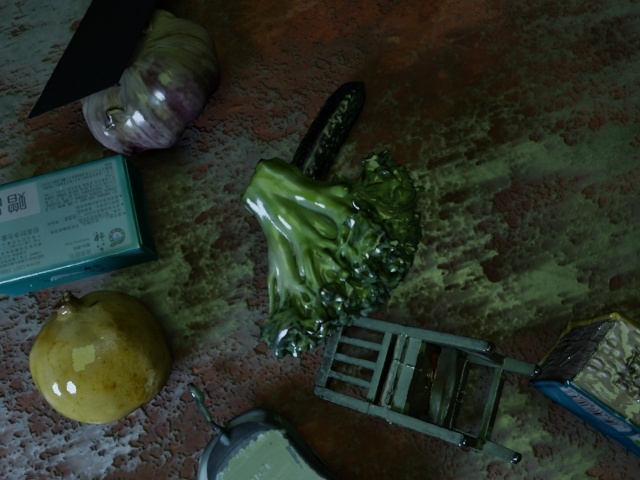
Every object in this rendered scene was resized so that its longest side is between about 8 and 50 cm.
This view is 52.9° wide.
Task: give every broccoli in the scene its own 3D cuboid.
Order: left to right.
[{"bbox_3d":[0.000,0.000,0.878,0.245,0.248,0.288,41,40,7],"label":"broccoli"}]

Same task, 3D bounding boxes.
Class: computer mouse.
[{"bbox_3d":[-0.060,0.342,0.889,0.167,0.090,0.379,-40,73,-10],"label":"computer mouse"}]

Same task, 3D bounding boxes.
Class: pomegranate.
[{"bbox_3d":[-0.308,0.152,0.889,0.196,0.196,0.196,-1,79,3],"label":"pomegranate"}]

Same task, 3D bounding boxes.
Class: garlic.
[{"bbox_3d":[-0.254,-0.229,0.975,0.244,0.160,0.245,-12,57,19],"label":"garlic"}]

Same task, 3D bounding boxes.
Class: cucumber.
[{"bbox_3d":[0.002,-0.145,0.993,0.067,0.067,0.245,23,79,7],"label":"cucumber"}]

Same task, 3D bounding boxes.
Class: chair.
[{"bbox_3d":[0.143,0.197,0.895,0.270,0.147,0.137,3,72,48],"label":"chair"}]

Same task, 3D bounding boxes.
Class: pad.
[{"bbox_3d":[-0.322,-0.315,0.971,0.202,0.005,0.300,-10,53,32],"label":"pad"}]

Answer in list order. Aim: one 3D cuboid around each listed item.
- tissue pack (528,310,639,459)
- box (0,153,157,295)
[{"bbox_3d":[0.434,0.212,0.829,0.270,0.192,0.134,35,84,8],"label":"tissue pack"},{"bbox_3d":[-0.386,-0.020,0.973,0.244,0.092,0.153,-14,78,0],"label":"box"}]
